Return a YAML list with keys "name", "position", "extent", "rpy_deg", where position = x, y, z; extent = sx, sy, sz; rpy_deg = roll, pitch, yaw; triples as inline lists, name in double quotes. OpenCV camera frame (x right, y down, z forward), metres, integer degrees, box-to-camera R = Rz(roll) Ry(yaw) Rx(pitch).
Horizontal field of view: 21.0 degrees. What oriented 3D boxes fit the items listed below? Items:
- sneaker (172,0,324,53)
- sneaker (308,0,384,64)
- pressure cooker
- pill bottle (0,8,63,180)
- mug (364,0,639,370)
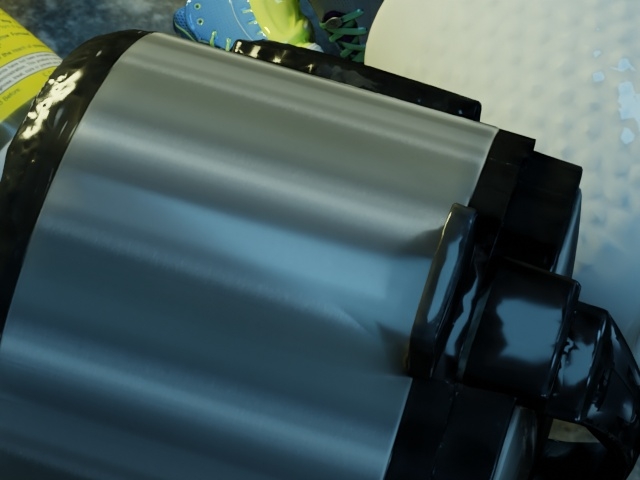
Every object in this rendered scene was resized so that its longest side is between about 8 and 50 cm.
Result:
- name: "sneaker"
  position: [-0.060, -0.161, 1.539]
  extent: [0.126, 0.091, 0.240]
  rpy_deg: [-13, 61, 0]
- name: "sneaker"
  position: [0.048, -0.168, 1.508]
  extent: [0.224, 0.083, 0.098]
  rpy_deg: [39, 57, -32]
- name: "pressure cooker"
  position: [0.003, 0.081, 1.139]
  extent: [0.420, 0.375, 0.370]
  rpy_deg: [17, 22, 8]
- name: "pill bottle"
  position: [-0.329, -0.127, 1.375]
  extent: [0.334, 0.188, 0.188]
  rpy_deg: [40, 58, 12]
- name: "mug"
  position: [0.247, -0.056, 1.399]
  extent: [0.276, 0.374, 0.328]
  rpy_deg: [-36, 58, 10]
